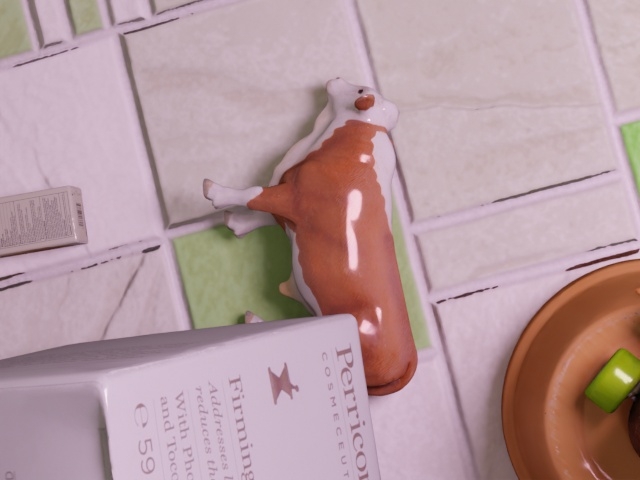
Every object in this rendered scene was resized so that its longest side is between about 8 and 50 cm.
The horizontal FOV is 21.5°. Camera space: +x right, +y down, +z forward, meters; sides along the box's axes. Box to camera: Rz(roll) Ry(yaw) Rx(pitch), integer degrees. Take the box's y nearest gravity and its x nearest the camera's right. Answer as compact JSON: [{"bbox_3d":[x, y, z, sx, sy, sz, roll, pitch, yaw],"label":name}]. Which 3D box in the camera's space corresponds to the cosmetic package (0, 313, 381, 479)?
[{"bbox_3d":[-0.174,0.254,1.423,0.327,0.394,0.329,-9,91,29],"label":"cosmetic package"}]

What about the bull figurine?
[{"bbox_3d":[0.000,0.000,1.607,0.188,0.101,0.310,-11,84,12],"label":"bull figurine"}]

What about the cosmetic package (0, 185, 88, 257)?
[{"bbox_3d":[-0.295,-0.016,1.685,0.115,0.041,0.060,-8,86,9],"label":"cosmetic package"}]

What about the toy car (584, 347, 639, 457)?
[{"bbox_3d":[0.300,0.121,1.298,0.155,0.188,0.149,38,94,9],"label":"toy car"}]

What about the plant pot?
[{"bbox_3d":[0.299,0.155,1.495,0.291,0.203,0.290,-1,87,10],"label":"plant pot"}]
